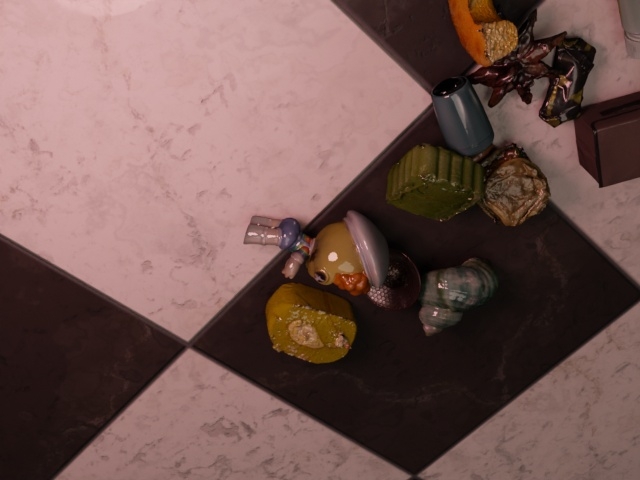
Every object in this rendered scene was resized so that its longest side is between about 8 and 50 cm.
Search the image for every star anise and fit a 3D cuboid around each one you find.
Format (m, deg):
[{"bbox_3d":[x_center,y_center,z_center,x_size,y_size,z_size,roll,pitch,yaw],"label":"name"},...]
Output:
[{"bbox_3d":[0.459,-0.426,1.830,0.272,0.102,0.272,1,124,2],"label":"star anise"}]

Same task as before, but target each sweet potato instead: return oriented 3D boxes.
[{"bbox_3d":[0.413,-0.225,2.007,0.095,0.034,0.034,-37,122,1],"label":"sweet potato"}]

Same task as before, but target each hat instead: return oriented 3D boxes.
[{"bbox_3d":[0.208,0.095,2.155,0.193,0.082,0.193,13,115,29],"label":"hat"}]

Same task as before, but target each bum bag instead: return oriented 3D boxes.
[{"bbox_3d":[0.616,-0.390,1.917,0.106,0.060,0.232,4,120,-2],"label":"bum bag"}]

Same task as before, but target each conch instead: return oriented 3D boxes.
[{"bbox_3d":[0.373,0.151,2.173,0.277,0.195,0.220,-57,148,-3],"label":"conch"}]

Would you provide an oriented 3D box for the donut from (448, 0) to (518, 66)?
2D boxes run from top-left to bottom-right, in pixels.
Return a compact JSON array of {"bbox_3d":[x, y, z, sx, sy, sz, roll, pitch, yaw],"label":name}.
[{"bbox_3d":[0.353,-0.535,1.731,0.101,0.152,0.259,-23,114,-12],"label":"donut"}]

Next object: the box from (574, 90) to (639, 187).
[{"bbox_3d":[0.801,-0.269,1.975,0.252,0.153,0.188,-18,122,3],"label":"box"}]

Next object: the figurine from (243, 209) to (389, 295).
[{"bbox_3d":[-0.003,0.014,1.974,0.382,0.224,0.205,8,117,-15],"label":"figurine"}]

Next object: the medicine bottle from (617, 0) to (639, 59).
[{"bbox_3d":[0.757,-0.589,1.755,0.158,0.158,0.318,-23,124,5],"label":"medicine bottle"}]

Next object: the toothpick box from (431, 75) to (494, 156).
[{"bbox_3d":[0.345,-0.308,1.890,0.120,0.120,0.184,-26,120,7],"label":"toothpick box"}]

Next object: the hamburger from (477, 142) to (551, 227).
[{"bbox_3d":[0.494,-0.143,2.033,0.183,0.130,0.206,-40,106,8],"label":"hamburger"}]

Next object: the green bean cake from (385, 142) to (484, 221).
[{"bbox_3d":[0.288,-0.141,1.942,0.200,0.113,0.214,18,154,-16],"label":"green bean cake"}]

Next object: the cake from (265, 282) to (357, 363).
[{"bbox_3d":[-0.033,0.236,2.161,0.260,0.156,0.179,19,111,-19],"label":"cake"}]
